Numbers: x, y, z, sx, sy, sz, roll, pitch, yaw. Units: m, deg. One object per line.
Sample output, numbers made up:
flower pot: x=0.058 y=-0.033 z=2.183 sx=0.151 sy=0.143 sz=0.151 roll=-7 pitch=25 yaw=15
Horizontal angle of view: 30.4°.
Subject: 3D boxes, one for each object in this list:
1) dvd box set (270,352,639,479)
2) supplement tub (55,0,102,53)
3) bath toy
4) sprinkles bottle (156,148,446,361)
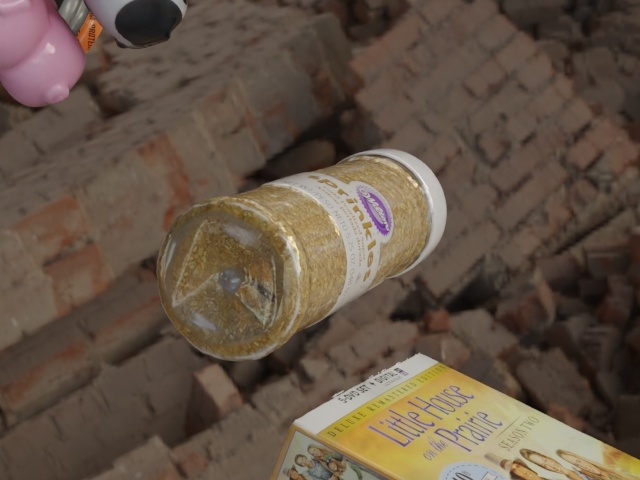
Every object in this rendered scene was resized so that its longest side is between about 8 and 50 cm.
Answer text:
dvd box set: x=0.205 y=0.228 z=0.937 sx=0.420 sy=0.062 sz=0.307 roll=25 pitch=14 yaw=20
supplement tub: x=-0.358 y=-0.281 z=1.112 sx=0.193 sy=0.316 sz=0.193 roll=-11 pitch=69 yaw=31
bath toy: x=-0.222 y=-0.170 z=0.903 sx=0.348 sy=0.151 sz=0.129 roll=-36 pitch=15 yaw=6
sprinkles bottle: x=0.000 y=0.000 z=0.979 sx=0.121 sy=0.121 sz=0.355 roll=6 pitch=12 yaw=22
